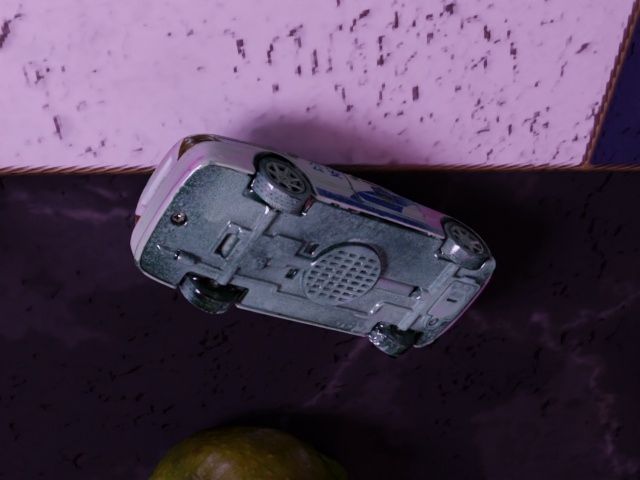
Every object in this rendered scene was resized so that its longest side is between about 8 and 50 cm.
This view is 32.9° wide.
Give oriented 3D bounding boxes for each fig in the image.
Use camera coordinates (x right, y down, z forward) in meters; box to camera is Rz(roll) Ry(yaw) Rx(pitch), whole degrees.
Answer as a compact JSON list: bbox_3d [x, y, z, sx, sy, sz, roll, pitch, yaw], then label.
[{"bbox_3d":[-0.041,0.180,0.766,0.156,0.123,0.123,-23,146,-50],"label":"fig"}]

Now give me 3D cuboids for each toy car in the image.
[{"bbox_3d":[0.000,0.000,0.634,0.224,0.076,0.090,17,122,-35],"label":"toy car"}]
